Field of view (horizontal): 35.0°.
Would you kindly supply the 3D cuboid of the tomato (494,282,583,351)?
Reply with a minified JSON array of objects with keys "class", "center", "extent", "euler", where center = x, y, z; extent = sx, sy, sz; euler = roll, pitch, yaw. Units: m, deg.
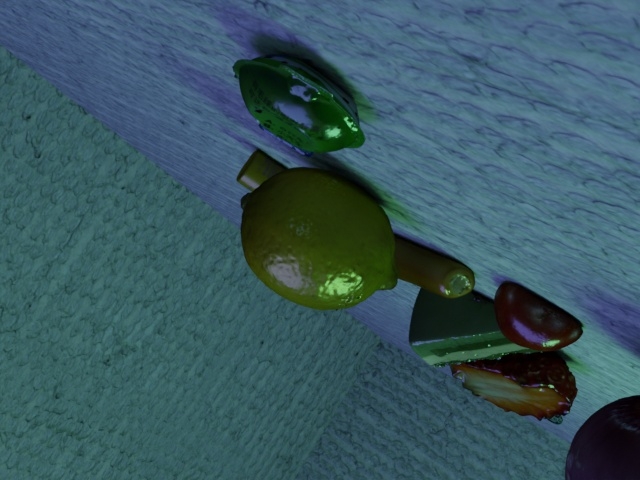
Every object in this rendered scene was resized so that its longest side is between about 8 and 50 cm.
[{"class":"tomato","center":[0.379,0.154,1.836],"extent":[0.166,0.082,0.174],"euler":[31,171,7]}]

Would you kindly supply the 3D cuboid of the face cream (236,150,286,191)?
[{"class":"face cream","center":[-0.041,-0.080,2.092],"extent":[0.273,0.078,0.078],"euler":[34,173,-12]}]

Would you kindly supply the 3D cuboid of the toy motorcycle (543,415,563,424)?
[{"class":"toy motorcycle","center":[0.502,0.360,2.639],"extent":[0.315,0.113,0.169],"euler":[38,166,27]}]

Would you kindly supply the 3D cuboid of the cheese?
[{"class":"cheese","center":[-0.035,-0.175,1.389],"extent":[0.203,0.083,0.320],"euler":[31,171,-2]}]

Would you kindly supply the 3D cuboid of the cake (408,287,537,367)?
[{"class":"cake","center":[0.326,0.211,2.126],"extent":[0.283,0.172,0.158],"euler":[25,172,35]}]

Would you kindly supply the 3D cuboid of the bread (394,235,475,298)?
[{"class":"bread","center":[0.197,0.054,1.992],"extent":[0.239,0.074,0.092],"euler":[24,164,50]}]

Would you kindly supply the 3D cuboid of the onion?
[{"class":"onion","center":[0.578,0.351,1.590],"extent":[0.358,0.345,0.358],"euler":[24,-172,-4]}]

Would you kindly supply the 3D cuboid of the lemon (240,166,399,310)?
[{"class":"lemon","center":[0.000,0.000,1.807],"extent":[0.319,0.245,0.245],"euler":[29,174,-13]}]

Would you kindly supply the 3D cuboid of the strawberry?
[{"class":"strawberry","center":[0.444,0.284,2.269],"extent":[0.265,0.149,0.336],"euler":[41,160,-27]}]
